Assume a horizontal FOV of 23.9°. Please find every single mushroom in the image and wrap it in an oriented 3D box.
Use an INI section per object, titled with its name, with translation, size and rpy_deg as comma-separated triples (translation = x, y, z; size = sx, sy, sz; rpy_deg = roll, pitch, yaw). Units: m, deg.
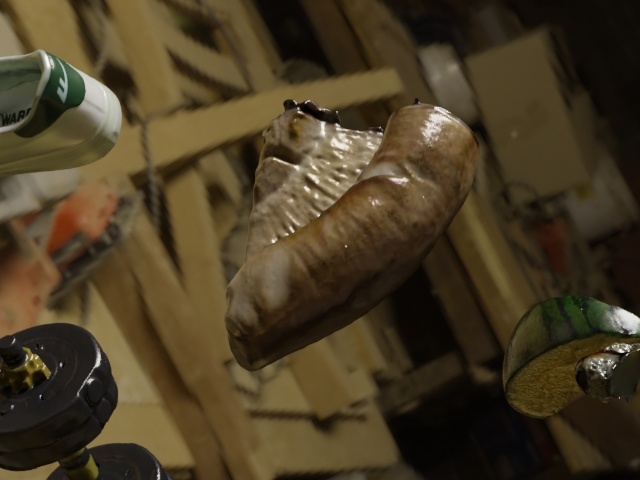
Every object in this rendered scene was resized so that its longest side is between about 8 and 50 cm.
[mushroom]
translation = 0.034, 0.015, 2.073
size = 0.224, 0.313, 0.397
rpy_deg = 65, 35, -48

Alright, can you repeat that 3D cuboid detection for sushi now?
[sushi]
translation = 0.251, 0.114, 1.300
size = 0.083, 0.046, 0.044
rpy_deg = -20, 106, -46

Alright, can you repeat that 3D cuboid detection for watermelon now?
[watermelon]
translation = 0.227, 0.101, 1.467
size = 0.092, 0.181, 0.075
rpy_deg = 10, 54, -20

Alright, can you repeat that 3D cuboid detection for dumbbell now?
[dumbbell]
translation = -0.294, 0.256, 1.794
size = 0.185, 0.185, 0.388
rpy_deg = -97, 169, -51

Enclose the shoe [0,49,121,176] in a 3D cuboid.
[shoe]
translation = -0.291, -0.089, 1.152
size = 0.110, 0.265, 0.095
rpy_deg = 53, 26, -66
